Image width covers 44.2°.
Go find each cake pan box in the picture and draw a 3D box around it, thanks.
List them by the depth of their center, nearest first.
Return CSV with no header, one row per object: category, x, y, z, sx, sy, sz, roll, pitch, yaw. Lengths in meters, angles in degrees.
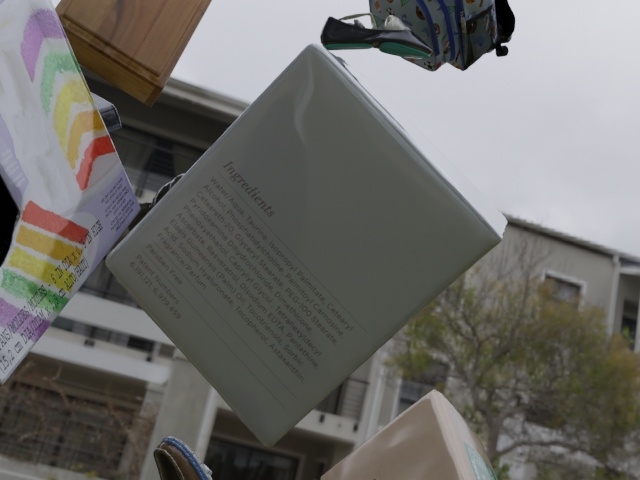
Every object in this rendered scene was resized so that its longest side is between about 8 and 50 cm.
cake pan box,-0.258,-0.057,0.601,0.070,0.267,0.245,-8,-62,20

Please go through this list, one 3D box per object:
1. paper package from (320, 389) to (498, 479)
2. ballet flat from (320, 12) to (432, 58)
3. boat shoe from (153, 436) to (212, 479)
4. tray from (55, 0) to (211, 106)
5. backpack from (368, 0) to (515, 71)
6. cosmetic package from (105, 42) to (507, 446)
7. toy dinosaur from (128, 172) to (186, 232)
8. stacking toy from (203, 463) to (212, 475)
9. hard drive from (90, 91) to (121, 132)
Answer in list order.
paper package,0.164,0.476,1.383,0.168,0.309,0.325,44,13,-17
ballet flat,0.101,-0.365,1.387,0.203,0.074,0.074,4,-17,-7
boat shoe,-0.149,0.311,0.878,0.066,0.183,0.066,-24,1,-42
tray,-0.290,-0.450,1.367,0.203,0.411,0.076,31,-31,-18
backpack,0.215,-0.479,1.525,0.276,0.213,0.263,33,-32,36
cosmetic package,0.000,0.000,1.086,0.327,0.394,0.329,47,14,7
toy dinosaur,-0.264,-0.060,1.470,0.313,0.160,0.121,-41,-37,26
stacking toy,-0.130,0.468,1.333,0.167,0.052,0.221,37,-9,31
hard drive,-0.508,-0.251,1.427,0.255,0.054,0.172,24,28,16
